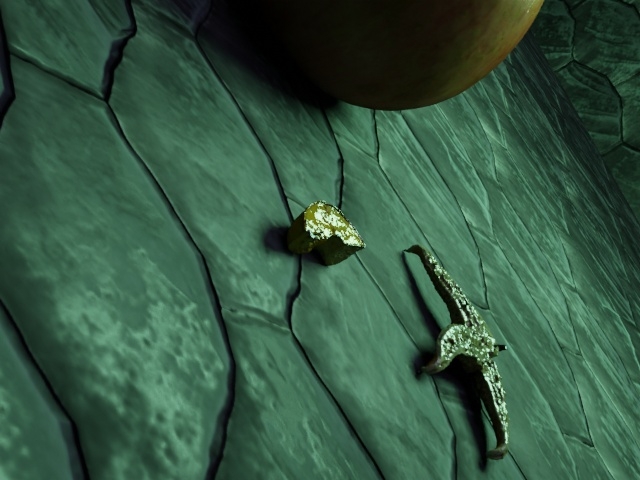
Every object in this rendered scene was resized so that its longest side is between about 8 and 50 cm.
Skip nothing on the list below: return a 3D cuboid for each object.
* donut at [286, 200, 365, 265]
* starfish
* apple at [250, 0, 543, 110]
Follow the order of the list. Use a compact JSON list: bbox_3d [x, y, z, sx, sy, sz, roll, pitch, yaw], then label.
[{"bbox_3d":[0.000,0.000,0.932,0.067,0.038,0.083,55,27,-8],"label":"donut"},{"bbox_3d":[0.154,0.111,1.081,0.138,0.050,0.247,43,23,-26],"label":"starfish"},{"bbox_3d":[0.091,-0.342,1.190,0.364,0.364,0.364,44,25,-27],"label":"apple"}]
